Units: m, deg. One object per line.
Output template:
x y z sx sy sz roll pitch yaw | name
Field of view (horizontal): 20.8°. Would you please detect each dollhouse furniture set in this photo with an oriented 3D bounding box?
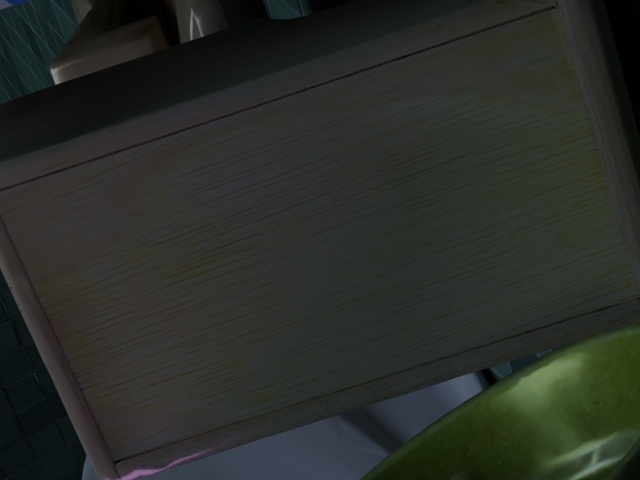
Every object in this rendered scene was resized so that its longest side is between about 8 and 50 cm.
-0.007 -0.087 0.861 0.394 0.256 0.362 -97 -11 -63 | dollhouse furniture set

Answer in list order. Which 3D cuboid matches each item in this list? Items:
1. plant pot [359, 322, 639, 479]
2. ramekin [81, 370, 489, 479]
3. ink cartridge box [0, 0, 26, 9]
0.126 0.216 0.780 0.254 0.276 0.276 52 167 -5 | plant pot
-0.007 0.168 1.125 0.273 0.273 0.127 56 178 25 | ramekin
-0.217 -0.259 1.126 0.232 0.171 0.168 -100 -9 -65 | ink cartridge box
